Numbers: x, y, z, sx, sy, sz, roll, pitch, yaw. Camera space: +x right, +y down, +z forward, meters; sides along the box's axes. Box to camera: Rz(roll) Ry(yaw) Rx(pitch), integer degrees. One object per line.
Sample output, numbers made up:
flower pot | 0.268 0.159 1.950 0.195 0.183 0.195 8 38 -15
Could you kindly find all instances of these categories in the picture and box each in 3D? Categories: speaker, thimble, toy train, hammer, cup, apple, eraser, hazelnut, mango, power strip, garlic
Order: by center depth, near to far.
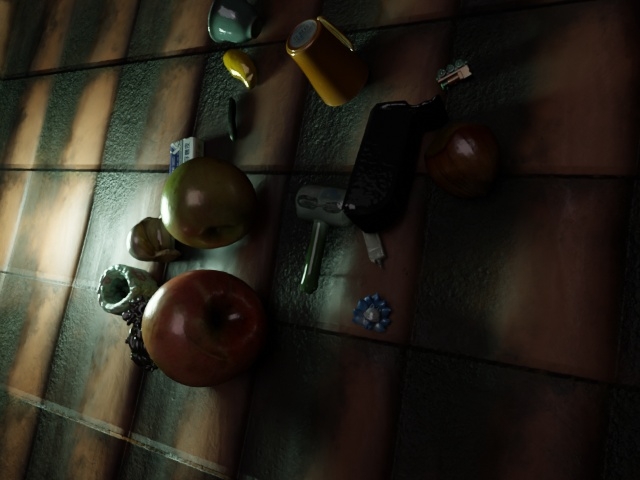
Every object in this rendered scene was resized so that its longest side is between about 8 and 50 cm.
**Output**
hazelnut | 0.392 -0.220 1.464 0.210 0.210 0.186 1 55 30
speaker | 0.215 -0.215 1.539 0.184 0.180 0.388 11 77 29
toy train | 0.392 -0.484 1.600 0.103 0.044 0.064 -25 77 23
power strip | 0.156 -0.004 1.620 0.047 0.030 0.191 -23 67 21
apple | -0.358 0.269 1.665 0.364 0.364 0.364 -8 74 28
hammer | 0.000 0.000 1.673 0.206 0.119 0.336 12 91 32
cup | 0.026 -0.578 1.717 0.182 0.264 0.226 -1 66 38
apple | -0.367 -0.128 1.795 0.319 0.319 0.277 -26 60 22
garlic | -0.575 -0.017 1.967 0.257 0.207 0.207 -52 59 14
thimble | -0.698 0.186 1.998 0.211 0.149 0.185 -1 75 30
mango | -0.294 -0.642 2.014 0.190 0.075 0.098 49 122 24
cup | -0.297 -0.809 2.016 0.150 0.199 0.199 26 92 14
eraser | -0.504 -0.270 2.047 0.124 0.068 0.210 -9 74 25

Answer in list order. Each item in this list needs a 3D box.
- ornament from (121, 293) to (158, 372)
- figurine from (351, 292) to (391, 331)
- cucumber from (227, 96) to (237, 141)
ornament | -0.567 0.319 1.857 0.260 0.106 0.251 10 81 3
figurine | 0.149 0.199 1.545 0.114 0.079 0.114 0 90 7
cucumber | -0.326 -0.449 2.008 0.033 0.036 0.184 -14 72 35
